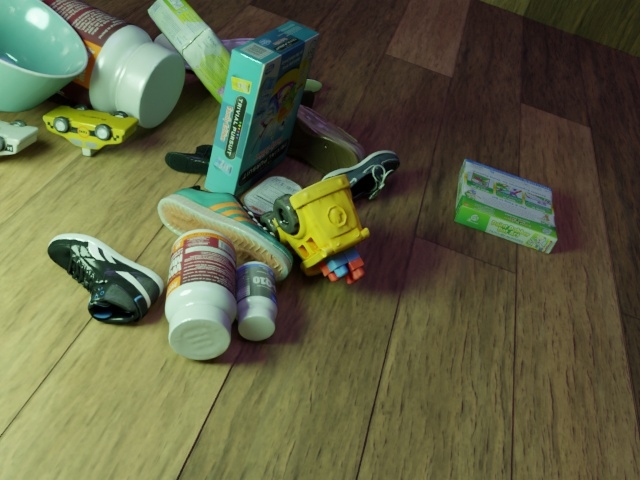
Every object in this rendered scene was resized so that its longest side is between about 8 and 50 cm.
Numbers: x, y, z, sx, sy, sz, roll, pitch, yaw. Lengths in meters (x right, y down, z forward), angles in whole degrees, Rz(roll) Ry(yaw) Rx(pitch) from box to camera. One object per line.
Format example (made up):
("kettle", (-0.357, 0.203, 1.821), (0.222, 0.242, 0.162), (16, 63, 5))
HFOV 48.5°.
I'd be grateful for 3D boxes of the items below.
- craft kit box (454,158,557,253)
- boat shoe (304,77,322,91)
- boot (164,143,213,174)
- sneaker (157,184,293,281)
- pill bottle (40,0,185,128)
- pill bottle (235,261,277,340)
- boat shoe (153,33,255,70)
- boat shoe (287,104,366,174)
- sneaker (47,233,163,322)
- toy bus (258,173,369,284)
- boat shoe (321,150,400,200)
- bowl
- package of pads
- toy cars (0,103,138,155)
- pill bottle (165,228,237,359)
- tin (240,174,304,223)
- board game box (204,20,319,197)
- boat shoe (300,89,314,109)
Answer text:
("craft kit box", (0.474, -0.093, 1.821), (0.250, 0.060, 0.246), (20, 34, 1))
("boat shoe", (-0.061, -0.455, 2.049), (0.133, 0.049, 0.042), (-2, 49, -19))
("boot", (-0.284, -0.191, 1.622), (0.121, 0.045, 0.099), (11, 31, 1))
("sneaker", (-0.169, -0.030, 1.413), (0.302, 0.108, 0.121), (29, 42, 15))
("pill bottle", (-0.533, -0.425, 1.662), (0.392, 0.224, 0.224), (26, 37, 10))
("pill bottle", (-0.117, 0.109, 1.283), (0.078, 0.078, 0.137), (8, 38, -15))
("boat shoe", (-0.311, -0.525, 2.019), (0.320, 0.116, 0.099), (0, -3, -13))
("boat shoe", (-0.044, -0.273, 1.780), (0.341, 0.121, 0.110), (35, 34, 4))
("sneaker", (-0.389, 0.068, 1.215), (0.217, 0.079, 0.121), (22, 35, 2))
("toy bus", (0.000, 0.000, 1.413), (0.150, 0.220, 0.211), (-26, 85, -29))
("boat shoe", (0.109, -0.146, 1.692), (0.255, 0.095, 0.079), (-22, 51, -40))
("bowl", (-0.654, -0.379, 1.447), (0.312, 0.163, 0.311), (31, 30, -20))
("package of pads", (-0.284, -0.458, 1.784), (0.229, 0.101, 0.296), (51, 2, 36))
("toy cars", (-0.584, -0.215, 1.492), (0.394, 0.087, 0.176), (-11, 34, -28))
("pill bottle", (-0.205, 0.091, 1.233), (0.121, 0.121, 0.221), (9, 38, -13))
("tin", (-0.107, -0.088, 1.576), (0.106, 0.040, 0.190), (25, 37, 16))
("board game box", (-0.128, -0.285, 1.563), (0.079, 0.336, 0.254), (28, 38, 12))
("boat shoe", (-0.097, -0.384, 1.905), (0.074, 0.080, 0.224), (16, 13, 27))
